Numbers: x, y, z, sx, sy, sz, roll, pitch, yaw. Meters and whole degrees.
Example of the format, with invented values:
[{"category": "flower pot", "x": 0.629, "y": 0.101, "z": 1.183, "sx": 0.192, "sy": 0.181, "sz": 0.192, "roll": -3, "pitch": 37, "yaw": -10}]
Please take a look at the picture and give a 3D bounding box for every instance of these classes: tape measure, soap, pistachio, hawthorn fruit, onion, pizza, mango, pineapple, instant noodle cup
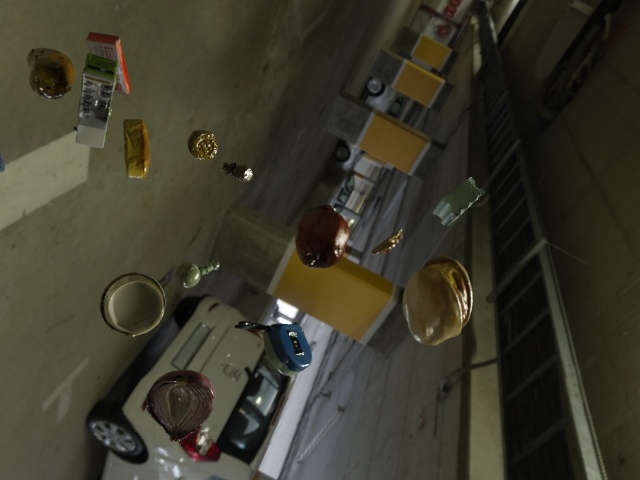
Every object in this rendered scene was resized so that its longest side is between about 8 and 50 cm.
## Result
[{"category": "tape measure", "x": -0.162, "y": 0.401, "z": 1.746, "sx": 0.098, "sy": 0.215, "sz": 0.351, "roll": -38, "pitch": 151, "yaw": 21}, {"category": "soap", "x": 0.527, "y": -0.148, "z": 1.774, "sx": 0.150, "sy": 0.094, "sz": 0.261, "roll": -41, "pitch": 170, "yaw": -2}, {"category": "pistachio", "x": 0.379, "y": 0.207, "z": 1.506, "sx": 0.230, "sy": 0.229, "sz": 0.309, "roll": -62, "pitch": 154, "yaw": -59}, {"category": "hawthorn fruit", "x": 0.000, "y": 0.000, "z": 1.490, "sx": 0.251, "sy": 0.189, "sz": 0.190, "roll": -77, "pitch": -168, "yaw": -55}, {"category": "onion", "x": -0.497, "y": 0.580, "z": 1.634, "sx": 0.120, "sy": 0.227, "sz": 0.284, "roll": -105, "pitch": -149, "yaw": -71}, {"category": "pizza", "x": 0.362, "y": 0.014, "z": 2.360, "sx": 0.199, "sy": 0.062, "sz": 0.188, "roll": -38, "pitch": -177, "yaw": -18}, {"category": "mango", "x": -0.888, "y": -0.552, "z": 1.501, "sx": 0.151, "sy": 0.156, "sz": 0.249, "roll": -38, "pitch": -148, "yaw": 3}, {"category": "pineapple", "x": -0.370, "y": -0.303, "z": 1.998, "sx": 0.074, "sy": 0.159, "sz": 0.074, "roll": -32, "pitch": 133, "yaw": -43}, {"category": "instant noodle cup", "x": -0.428, "y": 0.148, "z": 1.052, "sx": 0.151, "sy": 0.151, "sz": 0.122, "roll": -62, "pitch": -163, "yaw": -15}]

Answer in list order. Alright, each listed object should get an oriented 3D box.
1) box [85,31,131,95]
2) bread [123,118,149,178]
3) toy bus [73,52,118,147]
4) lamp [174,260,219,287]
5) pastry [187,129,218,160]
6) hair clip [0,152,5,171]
[{"category": "box", "x": -0.829, "y": -0.690, "z": 1.799, "sx": 0.229, "sy": 0.122, "sz": 0.050, "roll": 99, "pitch": -2, "yaw": -49}, {"category": "bread", "x": -0.740, "y": -0.367, "z": 1.845, "sx": 0.102, "sy": 0.094, "sz": 0.246, "roll": 153, "pitch": -68, "yaw": -67}, {"category": "toy bus", "x": -0.741, "y": -0.452, "z": 1.509, "sx": 0.302, "sy": 0.113, "sz": 0.139, "roll": -49, "pitch": -138, "yaw": 46}, {"category": "lamp", "x": -0.441, "y": 0.109, "z": 1.657, "sx": 0.163, "sy": 0.091, "sz": 0.091, "roll": -22, "pitch": 155, "yaw": -34}, {"category": "pastry", "x": -0.398, "y": -0.323, "z": 1.547, "sx": 0.057, "sy": 0.097, "sz": 0.109, "roll": 20, "pitch": -111, "yaw": 48}, {"category": "hair clip", "x": -1.014, "y": -0.295, "z": 1.384, "sx": 0.275, "sy": 0.083, "sz": 0.048, "roll": 99, "pitch": 3, "yaw": -55}]
